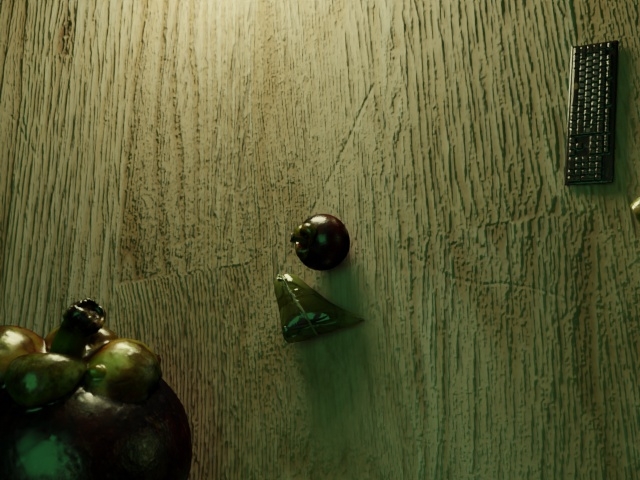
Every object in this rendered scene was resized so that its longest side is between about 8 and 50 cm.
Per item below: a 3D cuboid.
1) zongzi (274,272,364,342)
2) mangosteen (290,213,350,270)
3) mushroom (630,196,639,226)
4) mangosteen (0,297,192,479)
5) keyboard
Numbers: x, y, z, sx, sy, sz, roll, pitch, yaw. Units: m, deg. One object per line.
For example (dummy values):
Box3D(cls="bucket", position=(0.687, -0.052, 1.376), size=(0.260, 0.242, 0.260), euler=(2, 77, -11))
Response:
Box3D(cls="zongzi", position=(-0.004, 0.081, 1.216), size=(0.113, 0.052, 0.104), euler=(-17, 59, 7))
Box3D(cls="mangosteen", position=(0.002, 0.001, 1.218), size=(0.081, 0.081, 0.080), euler=(-9, 69, 25))
Box3D(cls="mushroom", position=(0.508, -0.063, 0.979), size=(0.312, 0.081, 0.099), euler=(-25, 60, 23))
Box3D(cls="mangosteen", position=(-0.331, 0.267, 1.165), size=(0.330, 0.330, 0.329), euler=(-9, 69, 25))
Box3D(cls="keyboard", position=(0.350, -0.165, 1.133), size=(0.064, 0.010, 0.197), euler=(-2, 72, 29))
